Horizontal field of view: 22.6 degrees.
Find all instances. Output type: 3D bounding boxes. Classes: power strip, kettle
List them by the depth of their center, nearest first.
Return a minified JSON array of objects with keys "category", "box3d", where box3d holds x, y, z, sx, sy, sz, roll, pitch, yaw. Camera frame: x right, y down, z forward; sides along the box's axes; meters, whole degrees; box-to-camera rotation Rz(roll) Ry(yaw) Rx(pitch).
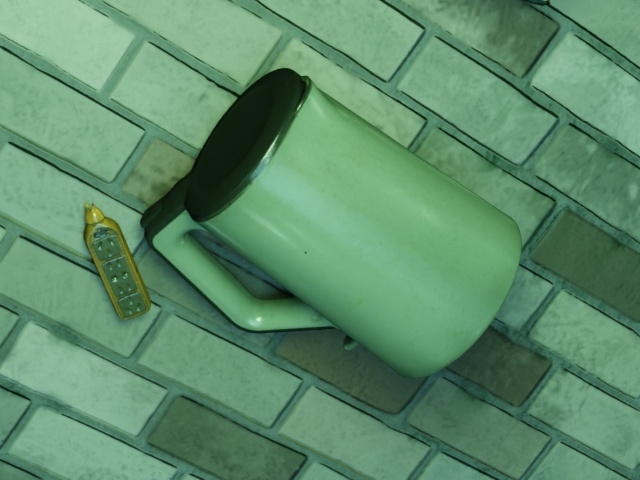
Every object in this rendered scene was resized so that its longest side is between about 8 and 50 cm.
[{"category":"kettle","box3d":[0.000,0.000,2.040,0.377,0.250,0.361,35,130,-23]},{"category":"power strip","box3d":[-0.268,0.028,2.071,0.049,0.028,0.178,-22,117,-3]}]

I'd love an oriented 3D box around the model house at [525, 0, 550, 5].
[{"category":"model house","box3d":[0.190,-0.423,1.898,0.271,0.178,0.206,14,116,-17]}]
